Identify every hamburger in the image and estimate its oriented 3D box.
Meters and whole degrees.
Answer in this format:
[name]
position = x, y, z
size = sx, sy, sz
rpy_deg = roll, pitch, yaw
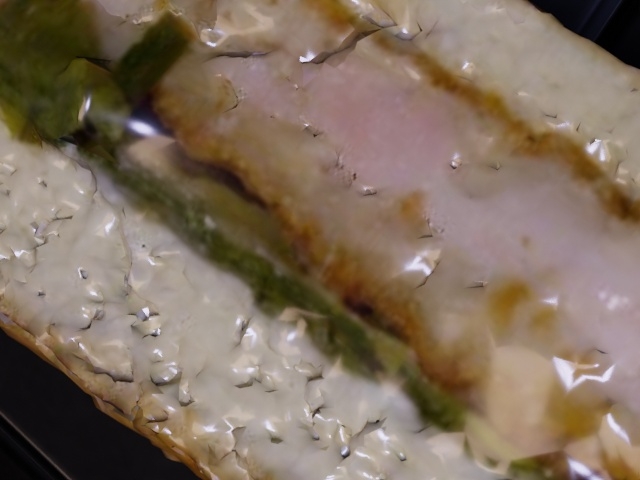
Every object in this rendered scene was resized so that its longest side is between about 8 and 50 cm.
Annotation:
[hamburger]
position = 0.000, 0.000, 0.443
size = 0.262, 0.131, 0.124
rpy_deg = 36, 85, 24
